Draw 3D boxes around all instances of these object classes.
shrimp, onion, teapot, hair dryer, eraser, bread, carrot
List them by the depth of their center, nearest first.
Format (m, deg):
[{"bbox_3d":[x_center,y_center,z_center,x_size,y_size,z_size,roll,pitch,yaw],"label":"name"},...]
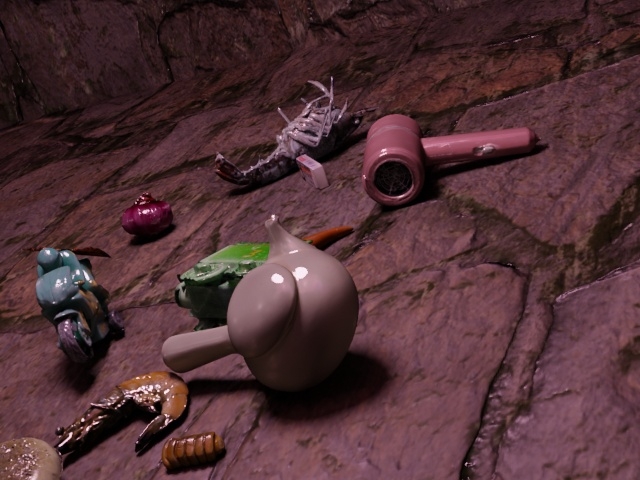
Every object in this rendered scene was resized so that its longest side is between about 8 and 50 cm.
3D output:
[{"bbox_3d":[-0.172,0.279,1.347,0.088,0.034,0.049,-12,29,16],"label":"bread"},{"bbox_3d":[-0.473,0.358,1.360,0.267,0.040,0.267,-22,24,10],"label":"bread"},{"bbox_3d":[-0.084,0.139,1.444,0.318,0.149,0.220,-51,38,22],"label":"teapot"},{"bbox_3d":[-0.286,0.262,1.468,0.217,0.051,0.150,-33,33,-29],"label":"shrimp"},{"bbox_3d":[0.000,0.000,1.868,0.142,0.035,0.035,-26,22,-28],"label":"carrot"},{"bbox_3d":[0.258,-0.175,1.976,0.352,0.125,0.210,-8,24,10],"label":"hair dryer"},{"bbox_3d":[-0.018,-0.152,2.213,0.029,0.052,0.122,-25,23,-11],"label":"eraser"},{"bbox_3d":[-0.384,-0.057,2.221,0.115,0.105,0.115,-5,6,1],"label":"onion"},{"bbox_3d":[-0.057,-0.243,2.344,0.410,0.166,0.221,-40,13,-15],"label":"shrimp"}]

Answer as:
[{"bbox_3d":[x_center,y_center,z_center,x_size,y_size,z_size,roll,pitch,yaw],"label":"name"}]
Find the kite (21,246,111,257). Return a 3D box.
[{"bbox_3d":[-0.427,0.024,1.832,0.222,0.008,0.125,0,-9,36],"label":"kite"}]

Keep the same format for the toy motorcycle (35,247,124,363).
[{"bbox_3d":[-0.435,0.101,1.751,0.109,0.198,0.296,-24,7,1],"label":"toy motorcycle"}]

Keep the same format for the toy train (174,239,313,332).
[{"bbox_3d":[-0.114,0.079,1.655,0.243,0.133,0.188,-1,20,38],"label":"toy train"}]
